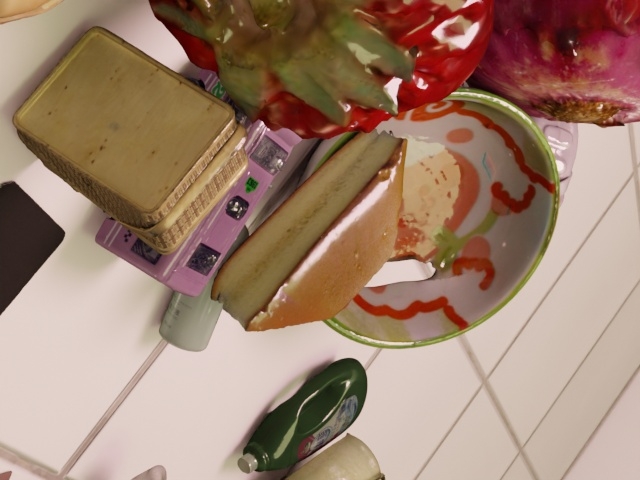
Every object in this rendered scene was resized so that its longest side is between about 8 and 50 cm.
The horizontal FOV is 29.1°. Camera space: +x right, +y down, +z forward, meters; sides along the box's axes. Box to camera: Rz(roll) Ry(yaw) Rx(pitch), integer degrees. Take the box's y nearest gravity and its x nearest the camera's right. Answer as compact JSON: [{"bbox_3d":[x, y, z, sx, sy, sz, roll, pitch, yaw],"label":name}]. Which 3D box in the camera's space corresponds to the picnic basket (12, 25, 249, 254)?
[{"bbox_3d":[-0.148,-0.080,0.977,0.115,0.164,0.079,-51,161,-13],"label":"picnic basket"}]

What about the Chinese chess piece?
[{"bbox_3d":[-0.004,0.347,1.690,0.188,0.083,0.188,-36,168,-9],"label":"Chinese chess piece"}]

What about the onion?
[{"bbox_3d":[0.308,-0.274,1.327,0.358,0.358,0.345,-1,116,-59],"label":"onion"}]

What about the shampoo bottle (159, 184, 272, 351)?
[{"bbox_3d":[-0.107,0.018,1.261,0.056,0.056,0.195,-3,120,-58],"label":"shampoo bottle"}]

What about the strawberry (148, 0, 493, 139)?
[{"bbox_3d":[0.002,-0.278,0.952,0.317,0.295,0.345,37,41,-28],"label":"strawberry"}]

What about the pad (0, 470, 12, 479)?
[{"bbox_3d":[-0.367,0.310,1.187,0.113,0.006,0.188,0,118,-58],"label":"pad"}]

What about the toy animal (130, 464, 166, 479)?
[{"bbox_3d":[-0.251,0.396,1.323,0.208,0.154,0.325,-9,107,-31],"label":"toy animal"}]

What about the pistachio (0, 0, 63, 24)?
[{"bbox_3d":[-0.194,-0.239,0.766,0.157,0.157,0.229,13,101,-62],"label":"pistachio"}]

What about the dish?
[{"bbox_3d":[0.104,-0.043,1.419,0.324,0.124,0.324,-9,121,-15],"label":"dish"}]

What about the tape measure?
[{"bbox_3d":[0.245,-0.110,1.565,0.120,0.236,0.197,15,91,-21],"label":"tape measure"}]

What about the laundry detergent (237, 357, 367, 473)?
[{"bbox_3d":[-0.027,0.237,1.617,0.211,0.063,0.137,-28,147,-42],"label":"laundry detergent"}]

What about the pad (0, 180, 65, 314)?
[{"bbox_3d":[-0.286,0.031,1.034,0.157,0.003,0.112,-51,153,-12],"label":"pad"}]

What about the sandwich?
[{"bbox_3d":[0.000,0.000,1.242,0.258,0.094,0.096,-45,140,-16],"label":"sandwich"}]

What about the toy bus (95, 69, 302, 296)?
[{"bbox_3d":[-0.109,-0.054,1.122,0.199,0.108,0.096,-57,153,-1],"label":"toy bus"}]
